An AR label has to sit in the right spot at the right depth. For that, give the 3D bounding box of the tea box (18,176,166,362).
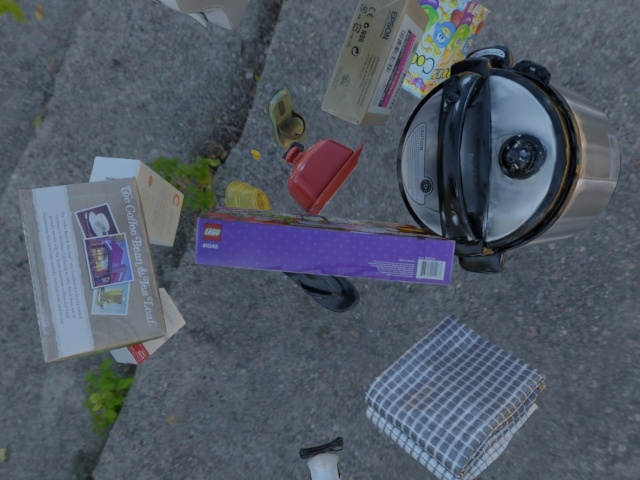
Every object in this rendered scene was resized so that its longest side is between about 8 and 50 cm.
[{"bbox_3d":[-0.477,0.074,1.062,0.220,0.323,0.328,-10,81,-23],"label":"tea box"}]

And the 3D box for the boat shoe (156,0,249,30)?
[{"bbox_3d":[-0.174,-0.332,0.570,0.157,0.367,0.135,22,115,-5],"label":"boat shoe"}]

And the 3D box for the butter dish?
[{"bbox_3d":[-0.013,-0.131,0.927,0.118,0.160,0.160,37,79,-1],"label":"butter dish"}]

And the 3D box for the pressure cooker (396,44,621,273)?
[{"bbox_3d":[0.368,-0.162,1.005,0.375,0.421,0.369,-51,60,35],"label":"pressure cooker"}]

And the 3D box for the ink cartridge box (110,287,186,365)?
[{"bbox_3d":[-0.487,0.229,1.332,0.128,0.176,0.127,-7,117,43],"label":"ink cartridge box"}]

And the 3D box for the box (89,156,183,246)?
[{"bbox_3d":[-0.649,-0.127,1.733,0.168,0.345,0.214,6,77,11],"label":"box"}]

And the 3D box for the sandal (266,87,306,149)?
[{"bbox_3d":[-0.101,-0.384,1.637,0.086,0.303,0.120,32,82,18],"label":"sandal"}]

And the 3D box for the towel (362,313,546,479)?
[{"bbox_3d":[0.254,0.286,0.928,0.284,0.121,0.235,-33,39,-28],"label":"towel"}]

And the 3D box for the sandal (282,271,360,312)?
[{"bbox_3d":[-0.016,0.112,1.301,0.255,0.054,0.097,30,107,16],"label":"sandal"}]

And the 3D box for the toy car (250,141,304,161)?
[{"bbox_3d":[-0.099,-0.211,1.178,0.122,0.040,0.060,12,70,11],"label":"toy car"}]

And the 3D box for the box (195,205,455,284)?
[{"bbox_3d":[0.000,0.000,0.645,0.294,0.201,0.057,5,96,-6],"label":"box"}]

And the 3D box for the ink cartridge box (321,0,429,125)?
[{"bbox_3d":[0.108,-0.341,0.934,0.088,0.193,0.234,27,111,16],"label":"ink cartridge box"}]

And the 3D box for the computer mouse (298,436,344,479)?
[{"bbox_3d":[0.007,0.471,1.053,0.106,0.193,0.042,-9,87,-5],"label":"computer mouse"}]

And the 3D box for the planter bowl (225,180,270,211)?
[{"bbox_3d":[-0.244,-0.123,1.777,0.090,0.217,0.217,-13,77,24],"label":"planter bowl"}]

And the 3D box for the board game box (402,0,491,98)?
[{"bbox_3d":[0.330,-0.558,1.398,0.142,0.144,0.275,42,123,25],"label":"board game box"}]
